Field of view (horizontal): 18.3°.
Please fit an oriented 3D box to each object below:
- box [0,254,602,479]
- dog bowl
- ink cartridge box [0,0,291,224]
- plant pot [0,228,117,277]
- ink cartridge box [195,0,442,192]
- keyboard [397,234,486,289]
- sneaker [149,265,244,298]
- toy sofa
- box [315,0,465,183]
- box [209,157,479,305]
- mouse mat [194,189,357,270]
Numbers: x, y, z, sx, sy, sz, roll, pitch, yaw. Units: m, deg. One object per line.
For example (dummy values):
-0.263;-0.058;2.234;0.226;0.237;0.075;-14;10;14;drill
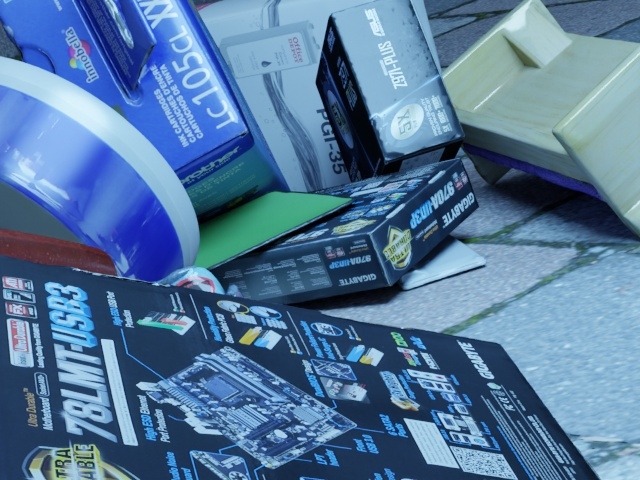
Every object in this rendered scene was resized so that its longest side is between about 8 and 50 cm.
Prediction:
-0.020;0.105;0.914;0.293;0.073;0.295;9;17;-15;box
-0.233;-0.016;1.552;0.265;0.265;0.104;-4;44;41;dog bowl
-0.164;-0.147;1.743;0.151;0.270;0.395;-29;-10;3;ink cartridge box
-0.251;0.109;1.137;0.267;0.267;0.235;-2;7;43;plant pot
-0.026;-0.156;2.058;0.283;0.207;0.117;-9;16;28;ink cartridge box
0.076;0.004;1.712;0.072;0.014;0.256;-12;13;-9;keyboard
-0.080;0.083;1.295;0.104;0.125;0.262;-21;14;-21;sneaker
0.240;-0.095;1.707;0.150;0.177;0.362;-42;17;-6;toy sofa
0.060;-0.119;1.804;0.077;0.147;0.180;-17;-13;-9;box
0.000;0.000;1.675;0.220;0.051;0.175;-12;15;33;box
-0.068;-0.009;1.684;0.152;0.007;0.189;-25;12;-20;mouse mat
